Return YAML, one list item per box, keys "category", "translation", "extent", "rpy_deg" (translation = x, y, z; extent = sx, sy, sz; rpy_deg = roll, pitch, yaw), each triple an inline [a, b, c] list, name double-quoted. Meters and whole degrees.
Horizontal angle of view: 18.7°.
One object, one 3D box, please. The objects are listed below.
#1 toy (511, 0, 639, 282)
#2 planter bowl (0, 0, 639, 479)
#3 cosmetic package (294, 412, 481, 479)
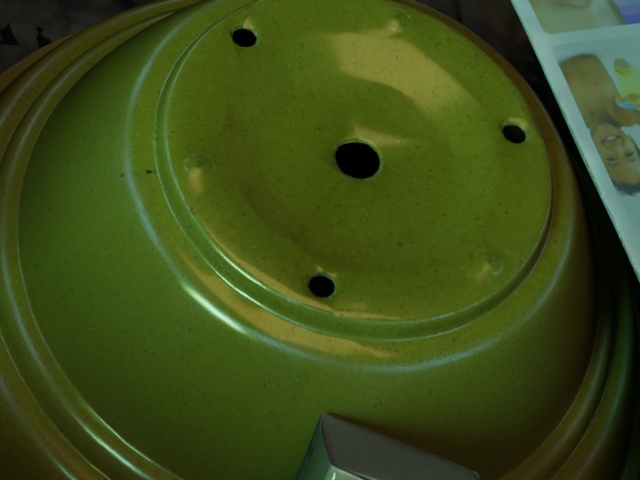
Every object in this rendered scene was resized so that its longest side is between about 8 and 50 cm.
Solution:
- category: "toy"
  translation: [0.144, -0.007, 0.492]
  extent: [0.137, 0.056, 0.237]
  rpy_deg: [-11, 65, -28]
- category: "planter bowl"
  translation: [0.000, 0.000, 0.503]
  extent: [0.217, 0.090, 0.217]
  rpy_deg: [8, 58, -12]
- category: "cosmetic package"
  translation: [-0.002, 0.101, 0.423]
  extent: [0.041, 0.060, 0.115]
  rpy_deg: [22, 94, -4]
